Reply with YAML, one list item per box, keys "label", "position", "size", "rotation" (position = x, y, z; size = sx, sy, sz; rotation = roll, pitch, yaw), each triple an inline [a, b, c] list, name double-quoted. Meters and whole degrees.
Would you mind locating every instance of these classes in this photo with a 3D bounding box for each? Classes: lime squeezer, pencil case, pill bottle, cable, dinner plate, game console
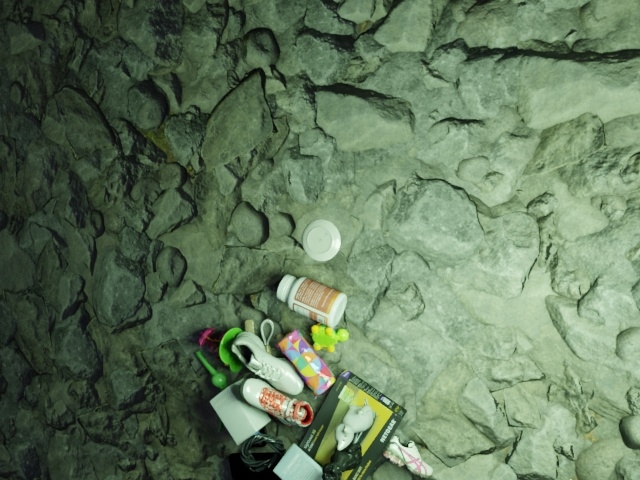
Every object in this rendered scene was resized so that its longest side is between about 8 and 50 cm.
- label: "lime squeezer"
  position: [-0.387, 0.557, 1.949]
  size: [0.109, 0.059, 0.311]
  rotation: [-17, 87, 21]
- label: "pencil case"
  position: [-0.047, 0.413, 1.777]
  size: [0.104, 0.104, 0.236]
  rotation: [-40, 82, 19]
- label: "pill bottle"
  position: [-0.031, 0.194, 1.752]
  size: [0.216, 0.121, 0.121]
  rotation: [22, 101, 19]
- label: "cable"
  position: [-0.193, 0.720, 1.791]
  size: [0.150, 0.047, 0.185]
  rotation: [-9, 125, -2]
- label: "dinner plate"
  position: [0.000, 0.000, 1.785]
  size: [0.141, 0.017, 0.141]
  rotation: [1, 93, 20]
- label: "game console"
  position: [-0.247, 0.727, 1.911]
  size: [0.213, 0.044, 0.362]
  rotation: [-11, 88, 22]

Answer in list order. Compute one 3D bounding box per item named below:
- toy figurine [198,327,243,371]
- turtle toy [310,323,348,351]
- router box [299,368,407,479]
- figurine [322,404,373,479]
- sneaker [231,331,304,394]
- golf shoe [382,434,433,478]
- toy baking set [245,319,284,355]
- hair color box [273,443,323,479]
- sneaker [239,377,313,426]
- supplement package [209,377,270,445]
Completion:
- label: "toy figurine"
  position: [-0.369, 0.384, 1.921]
  size: [0.159, 0.130, 0.173]
  rotation: [8, 121, 34]
- label: "turtle toy"
  position: [0.029, 0.318, 1.764]
  size: [0.130, 0.066, 0.095]
  rotation: [4, 118, 19]
- label: "router box"
  position: [0.105, 0.624, 1.745]
  size: [0.242, 0.081, 0.309]
  rotation: [31, 103, 17]
- label: "figurine"
  position: [0.076, 0.621, 1.599]
  size: [0.092, 0.209, 0.215]
  rotation: [18, 99, 19]
- label: "sneaker"
  position: [-0.189, 0.431, 1.793]
  size: [0.297, 0.129, 0.111]
  rotation: [33, 96, 10]
- label: "golf shoe"
  position: [0.289, 0.682, 1.660]
  size: [0.186, 0.067, 0.086]
  rotation: [34, 77, -18]
- label: "toy baking set"
  position: [-0.174, 0.393, 1.872]
  size: [0.256, 0.030, 0.197]
  rotation: [26, 96, 12]
- label: "hair color box"
  position: [0.026, 0.838, 1.721]
  size: [0.374, 0.185, 0.114]
  rotation: [35, 69, 16]
- label: "sneaker"
  position: [-0.136, 0.535, 1.751]
  size: [0.144, 0.090, 0.270]
  rotation: [-11, 134, 40]
- label: "supplement package"
  position: [-0.278, 0.593, 1.836]
  size: [0.105, 0.105, 0.179]
  rotation: [-41, 77, 20]
